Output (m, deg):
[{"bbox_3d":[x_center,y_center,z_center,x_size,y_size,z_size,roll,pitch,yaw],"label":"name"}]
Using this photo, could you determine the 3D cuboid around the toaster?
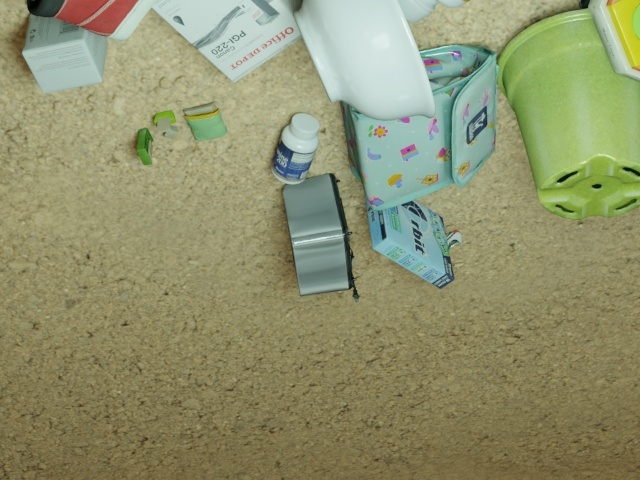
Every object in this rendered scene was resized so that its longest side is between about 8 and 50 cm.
[{"bbox_3d":[0.000,0.000,1.937,0.110,0.186,0.168,-10,139,-2],"label":"toaster"}]

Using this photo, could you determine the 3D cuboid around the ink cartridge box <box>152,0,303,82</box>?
[{"bbox_3d":[-0.142,-0.363,1.588,0.158,0.092,0.218,-30,135,24],"label":"ink cartridge box"}]

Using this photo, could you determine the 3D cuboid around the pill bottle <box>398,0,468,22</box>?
[{"bbox_3d":[0.207,-0.424,1.527,0.245,0.136,0.136,-32,132,26],"label":"pill bottle"}]

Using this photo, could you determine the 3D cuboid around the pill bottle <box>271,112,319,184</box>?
[{"bbox_3d":[-0.041,-0.161,1.841,0.067,0.067,0.120,8,136,-15],"label":"pill bottle"}]

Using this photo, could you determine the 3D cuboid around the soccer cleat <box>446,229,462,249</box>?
[{"bbox_3d":[0.239,0.006,2.080,0.083,0.036,0.029,-18,137,13],"label":"soccer cleat"}]

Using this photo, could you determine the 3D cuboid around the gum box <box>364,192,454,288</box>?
[{"bbox_3d":[0.164,-0.015,1.959,0.184,0.157,0.041,29,128,-33],"label":"gum box"}]

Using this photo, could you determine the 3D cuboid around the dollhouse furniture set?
[{"bbox_3d":[-0.236,-0.179,1.804,0.151,0.059,0.076,-12,138,6],"label":"dollhouse furniture set"}]

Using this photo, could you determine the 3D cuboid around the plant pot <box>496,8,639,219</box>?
[{"bbox_3d":[0.427,-0.182,1.690,0.275,0.254,0.276,1,151,1],"label":"plant pot"}]

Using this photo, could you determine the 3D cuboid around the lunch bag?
[{"bbox_3d":[0.176,-0.197,1.764,0.262,0.160,0.223,-16,135,-6],"label":"lunch bag"}]

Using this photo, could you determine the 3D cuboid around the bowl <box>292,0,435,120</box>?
[{"bbox_3d":[0.048,-0.289,1.526,0.134,0.298,0.298,-24,136,3],"label":"bowl"}]

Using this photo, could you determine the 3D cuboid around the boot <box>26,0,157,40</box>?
[{"bbox_3d":[-0.292,-0.383,1.432,0.176,0.088,0.244,10,135,-43],"label":"boot"}]

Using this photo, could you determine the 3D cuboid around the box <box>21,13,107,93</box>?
[{"bbox_3d":[-0.390,-0.296,1.625,0.101,0.101,0.087,-10,138,7],"label":"box"}]

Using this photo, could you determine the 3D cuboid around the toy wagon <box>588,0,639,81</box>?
[{"bbox_3d":[0.566,-0.380,1.572,0.344,0.068,0.267,-29,105,-7],"label":"toy wagon"}]

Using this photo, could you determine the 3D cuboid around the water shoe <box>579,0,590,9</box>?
[{"bbox_3d":[0.435,-0.387,1.643,0.080,0.073,0.203,-26,134,24],"label":"water shoe"}]
